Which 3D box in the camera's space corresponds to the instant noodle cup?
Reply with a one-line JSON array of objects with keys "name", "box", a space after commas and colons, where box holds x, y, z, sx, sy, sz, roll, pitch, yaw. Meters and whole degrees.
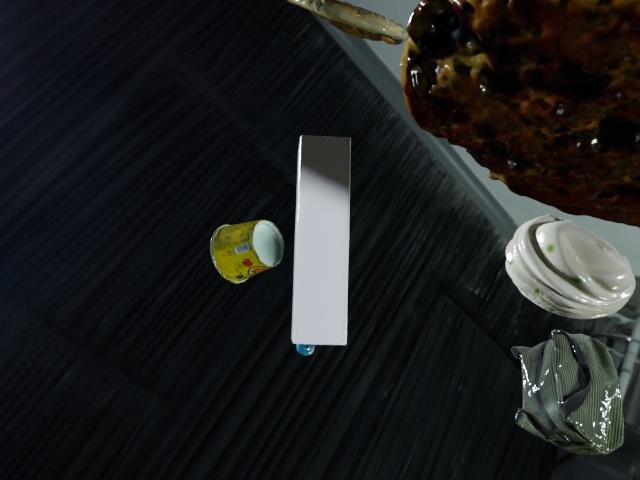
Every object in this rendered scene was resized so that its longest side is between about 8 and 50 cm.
[{"name": "instant noodle cup", "box": [-0.204, 0.024, 1.323, 0.144, 0.182, 0.182, -15, 130, 31]}]

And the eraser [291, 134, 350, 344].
[{"name": "eraser", "box": [0.000, 0.000, 0.671, 0.076, 0.297, 0.078, 2, 171, -5]}]

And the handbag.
[{"name": "handbag", "box": [0.718, 0.437, 1.342, 0.240, 0.340, 0.247, 21, 147, -15]}]

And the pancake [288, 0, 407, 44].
[{"name": "pancake", "box": [0.067, -0.579, 1.172, 0.356, 0.356, 0.065, 27, 113, 18]}]

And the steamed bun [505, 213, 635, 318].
[{"name": "steamed bun", "box": [0.366, 0.052, 0.692, 0.183, 0.106, 0.183, 40, 167, 11]}]

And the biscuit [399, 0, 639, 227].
[{"name": "biscuit", "box": [0.228, -0.115, 0.386, 0.334, 0.081, 0.289, 27, 170, 21]}]

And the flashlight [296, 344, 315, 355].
[{"name": "flashlight", "box": [-0.026, 0.243, 1.115, 0.051, 0.051, 0.129, 33, 143, 4]}]
